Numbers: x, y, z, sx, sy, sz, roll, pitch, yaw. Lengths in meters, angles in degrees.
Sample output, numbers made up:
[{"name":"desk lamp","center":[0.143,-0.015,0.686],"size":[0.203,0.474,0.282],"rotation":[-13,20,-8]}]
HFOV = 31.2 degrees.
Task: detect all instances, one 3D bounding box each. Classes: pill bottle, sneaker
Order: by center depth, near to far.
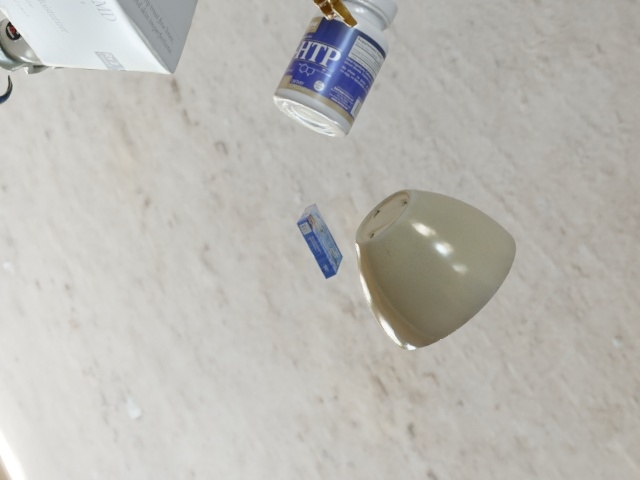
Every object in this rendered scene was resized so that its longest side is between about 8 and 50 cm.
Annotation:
[{"name":"pill bottle","center":[0.025,-0.241,1.503],"size":[0.112,0.187,0.112],"rotation":[25,171,4]},{"name":"sneaker","center":[-0.379,-0.358,1.880],"size":[0.146,0.330,0.122],"rotation":[-31,91,34]}]

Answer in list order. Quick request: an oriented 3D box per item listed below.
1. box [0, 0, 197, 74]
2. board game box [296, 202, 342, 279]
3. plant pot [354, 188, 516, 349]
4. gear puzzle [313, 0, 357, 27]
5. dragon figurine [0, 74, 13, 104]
[{"name":"box","center":[-0.166,-0.246,0.838],"size":[0.119,0.182,0.181],"rotation":[6,158,19]},{"name":"board game box","center":[0.000,0.000,1.615],"size":[0.090,0.020,0.090],"rotation":[62,-167,-11]},{"name":"plant pot","center":[0.170,0.022,1.996],"size":[0.191,0.284,0.284],"rotation":[46,154,-19]},{"name":"gear puzzle","center":[-0.080,-0.329,1.111],"size":[0.339,0.044,0.175],"rotation":[50,-172,4]},{"name":"dragon figurine","center":[-0.592,-0.237,1.876],"size":[0.085,0.289,0.144],"rotation":[37,136,18]}]
